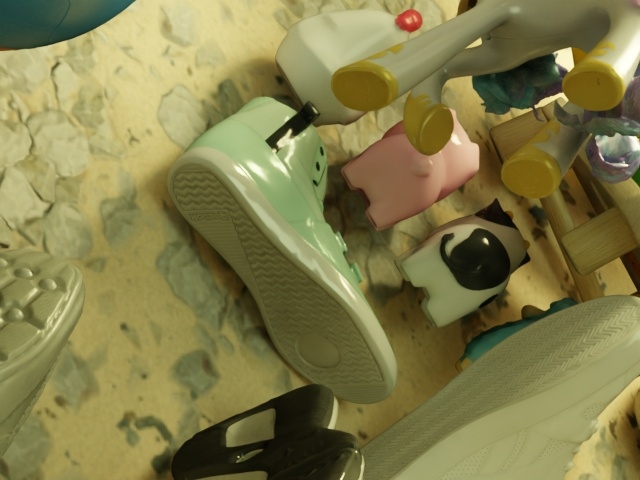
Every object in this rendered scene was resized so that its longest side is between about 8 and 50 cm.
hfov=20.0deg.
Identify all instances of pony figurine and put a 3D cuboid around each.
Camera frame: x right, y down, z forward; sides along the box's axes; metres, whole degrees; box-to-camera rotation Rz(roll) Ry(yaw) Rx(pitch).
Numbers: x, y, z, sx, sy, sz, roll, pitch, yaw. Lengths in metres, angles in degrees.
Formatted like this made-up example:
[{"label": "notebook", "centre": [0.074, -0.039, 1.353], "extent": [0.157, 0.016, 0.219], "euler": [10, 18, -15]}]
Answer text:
[{"label": "pony figurine", "centre": [0.224, -0.188, 1.422], "extent": [0.363, 0.351, 0.303], "euler": [-56, 139, -45]}]

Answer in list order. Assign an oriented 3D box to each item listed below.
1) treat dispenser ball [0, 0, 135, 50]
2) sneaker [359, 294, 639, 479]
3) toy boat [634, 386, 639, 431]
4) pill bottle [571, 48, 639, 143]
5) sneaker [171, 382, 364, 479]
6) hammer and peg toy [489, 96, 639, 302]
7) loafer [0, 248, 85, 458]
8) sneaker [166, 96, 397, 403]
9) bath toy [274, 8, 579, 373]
[{"label": "treat dispenser ball", "centre": [-0.218, -0.271, 1.214], "extent": [0.288, 0.288, 0.288], "euler": [21, 57, -37]}, {"label": "sneaker", "centre": [0.168, 0.178, 1.425], "extent": [0.169, 0.292, 0.108], "euler": [51, 11, -20]}, {"label": "toy boat", "centre": [0.424, 0.133, 1.773], "extent": [0.267, 0.148, 0.318], "euler": [28, 54, -33]}, {"label": "pill bottle", "centre": [0.332, -0.164, 1.703], "extent": [0.188, 0.188, 0.334], "euler": [-50, 136, -45]}, {"label": "sneaker", "centre": [0.000, 0.261, 1.165], "extent": [0.447, 0.169, 0.257], "euler": [-65, 130, -81]}, {"label": "hammer and peg toy", "centre": [0.275, 0.004, 1.585], "extent": [0.266, 0.127, 0.361], "euler": [59, 4, -23]}, {"label": "loafer", "centre": [-0.255, 0.123, 1.134], "extent": [0.319, 0.112, 0.111], "euler": [-48, 151, -41]}, {"label": "sneaker", "centre": [0.000, -0.001, 1.452], "extent": [0.256, 0.094, 0.151], "euler": [54, 40, -14]}, {"label": "bath toy", "centre": [0.094, -0.050, 1.542], "extent": [0.348, 0.129, 0.151], "euler": [58, 0, -5]}]
